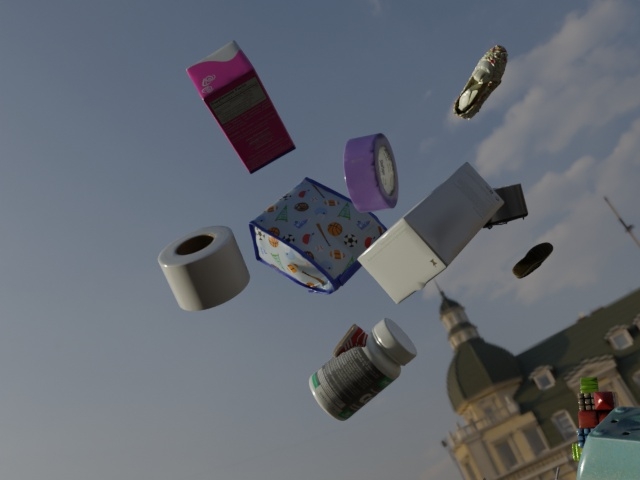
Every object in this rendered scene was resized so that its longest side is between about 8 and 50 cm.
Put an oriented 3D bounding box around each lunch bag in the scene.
[{"bbox_3d":[0.000,0.000,2.332,0.328,0.386,0.239,-44,-35,-30],"label":"lunch bag"}]

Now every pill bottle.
[{"bbox_3d":[0.152,0.451,2.337,0.361,0.204,0.204,-43,-35,13],"label":"pill bottle"}]

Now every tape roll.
[{"bbox_3d":[0.127,-0.165,1.631,0.080,0.189,0.189,-8,-25,23],"label":"tape roll"},{"bbox_3d":[-0.361,0.083,2.067,0.246,0.246,0.169,-21,-64,-3],"label":"tape roll"}]

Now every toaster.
[{"bbox_3d":[0.509,-0.097,1.981,0.168,0.110,0.186,-14,3,-22],"label":"toaster"}]

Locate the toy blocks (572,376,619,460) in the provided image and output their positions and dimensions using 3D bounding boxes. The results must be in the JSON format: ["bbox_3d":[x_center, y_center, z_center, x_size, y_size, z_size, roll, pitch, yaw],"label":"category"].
[{"bbox_3d":[0.777,0.563,1.819,0.191,0.381,0.261,-9,-17,26],"label":"toy blocks"}]

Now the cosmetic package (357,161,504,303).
[{"bbox_3d":[0.279,-0.025,1.620,0.365,0.155,0.197,-37,-6,-47],"label":"cosmetic package"}]

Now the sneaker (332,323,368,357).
[{"bbox_3d":[0.092,0.312,1.966,0.067,0.042,0.118,36,-83,-11],"label":"sneaker"}]

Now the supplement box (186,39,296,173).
[{"bbox_3d":[-0.149,-0.253,1.278,0.114,0.111,0.220,-30,-39,-2],"label":"supplement box"}]

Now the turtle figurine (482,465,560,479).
[{"bbox_3d":[0.501,0.717,1.690,0.198,0.274,0.266,9,-4,17],"label":"turtle figurine"}]

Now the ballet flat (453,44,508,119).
[{"bbox_3d":[0.462,-0.451,1.924,0.077,0.091,0.241,-20,-36,-44],"label":"ballet flat"}]

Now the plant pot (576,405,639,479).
[{"bbox_3d":[0.658,0.476,1.316,0.247,0.252,0.248,-22,5,-39],"label":"plant pot"}]

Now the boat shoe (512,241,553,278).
[{"bbox_3d":[0.682,0.065,2.125,0.152,0.056,0.049,-37,-34,5],"label":"boat shoe"}]
